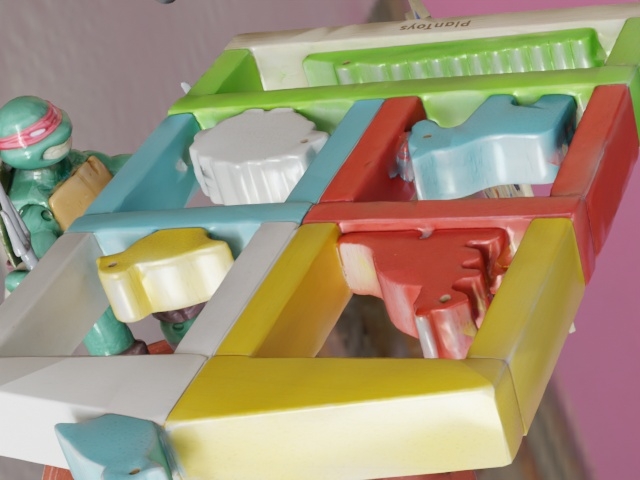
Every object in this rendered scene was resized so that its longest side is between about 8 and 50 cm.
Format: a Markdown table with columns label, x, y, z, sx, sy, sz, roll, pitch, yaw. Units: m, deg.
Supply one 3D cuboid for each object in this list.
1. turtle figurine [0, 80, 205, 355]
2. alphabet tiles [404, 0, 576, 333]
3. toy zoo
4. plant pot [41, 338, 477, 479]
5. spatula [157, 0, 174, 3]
| label | x | y | z | sx | sy | sz | roll | pitch | yaw |
| --- | --- | --- | --- | --- | --- | --- | --- | --- | --- |
| turtle figurine | -0.109 | -0.001 | 0.889 | 0.175 | 0.118 | 0.234 | -46 | -52 | -30 |
| alphabet tiles | 0.119 | -0.069 | 1.259 | 0.237 | 0.009 | 0.198 | -116 | 2 | -51 |
| toy zoo | 0.000 | 0.000 | 0.583 | 0.293 | 0.192 | 0.030 | -58 | -41 | -50 |
| plant pot | -0.036 | 0.198 | 1.236 | 0.272 | 0.265 | 0.273 | 3 | -97 | -26 |
| spatula | -0.150 | -0.219 | 0.906 | 0.030 | 0.296 | 0.084 | -17 | -38 | -36 |
